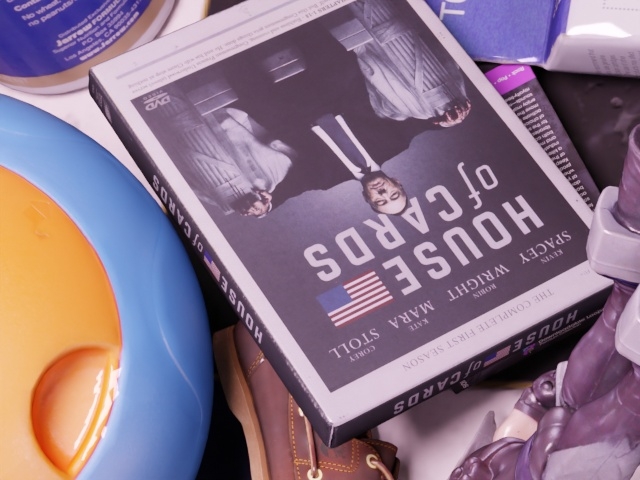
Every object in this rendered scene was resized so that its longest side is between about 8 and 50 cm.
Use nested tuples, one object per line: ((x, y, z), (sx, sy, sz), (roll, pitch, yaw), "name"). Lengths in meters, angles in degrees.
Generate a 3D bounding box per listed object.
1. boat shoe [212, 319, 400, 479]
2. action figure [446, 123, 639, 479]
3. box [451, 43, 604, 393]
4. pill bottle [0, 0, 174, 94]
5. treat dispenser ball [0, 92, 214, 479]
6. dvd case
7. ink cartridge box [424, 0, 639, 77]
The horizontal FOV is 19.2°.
((0.003, 0.114, 0.943), (0.073, 0.073, 0.207), (-25, 59, 11), "boat shoe")
((0.116, 0.091, 0.831), (0.099, 0.285, 0.185), (22, 41, -7), "action figure")
((0.088, -0.013, 1.000), (0.116, 0.029, 0.162), (-27, 57, 6), "box")
((-0.194, -0.207, 1.066), (0.153, 0.264, 0.153), (-9, 62, 17), "pill bottle")
((-0.195, 0.066, 0.918), (0.288, 0.288, 0.288), (-9, 62, 17), "treat dispenser ball")
((0.018, -0.031, 0.951), (0.179, 0.029, 0.238), (-26, 62, -20), "dvd case")
((0.226, -0.242, 0.989), (0.330, 0.071, 0.324), (6, 77, 16), "ink cartridge box")
